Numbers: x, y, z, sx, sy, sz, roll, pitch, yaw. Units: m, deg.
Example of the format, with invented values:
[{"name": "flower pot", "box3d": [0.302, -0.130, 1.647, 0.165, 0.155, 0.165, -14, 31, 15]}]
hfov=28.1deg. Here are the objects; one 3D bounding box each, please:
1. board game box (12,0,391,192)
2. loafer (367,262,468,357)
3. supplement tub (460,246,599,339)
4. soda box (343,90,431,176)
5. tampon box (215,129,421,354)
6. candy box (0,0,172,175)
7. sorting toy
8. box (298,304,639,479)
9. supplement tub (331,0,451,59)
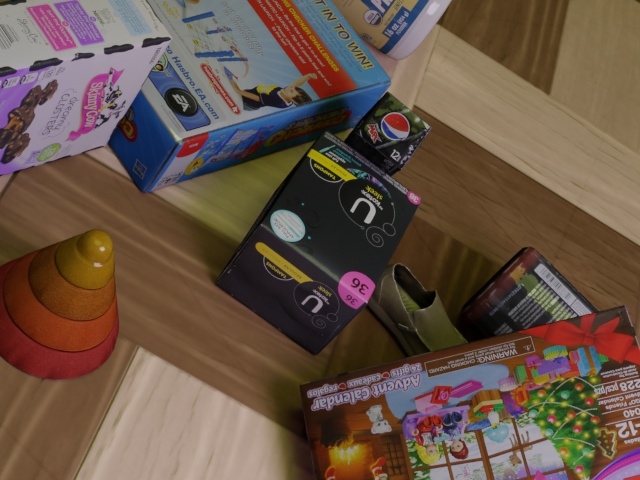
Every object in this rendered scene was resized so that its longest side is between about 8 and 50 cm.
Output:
[{"name": "board game box", "box3d": [-0.129, -0.224, 1.313, 0.302, 0.086, 0.308, -21, 70, -43]}, {"name": "loafer", "box3d": [0.101, 0.081, 1.252, 0.148, 0.050, 0.056, 43, 44, 3]}, {"name": "supplement tub", "box3d": [0.243, 0.107, 1.289, 0.198, 0.106, 0.106, 46, 44, 5]}, {"name": "soda box", "box3d": [0.058, -0.096, 1.283, 0.060, 0.169, 0.053, 39, 80, -3]}, {"name": "tampon box", "box3d": [0.000, 0.000, 1.210, 0.120, 0.101, 0.161, 36, 44, -5]}, {"name": "candy box", "box3d": [-0.248, -0.132, 1.101, 0.196, 0.165, 0.070, -22, 71, -43]}, {"name": "sorting toy", "box3d": [-0.307, 0.001, 0.984, 0.366, 0.126, 0.127, 16, 49, -25]}, {"name": "box", "box3d": [0.141, 0.183, 1.069, 0.293, 0.057, 0.200, -15, 57, 4]}, {"name": "supplement tub", "box3d": [0.052, -0.316, 1.468, 0.200, 0.144, 0.144, 33, 44, -7]}]
